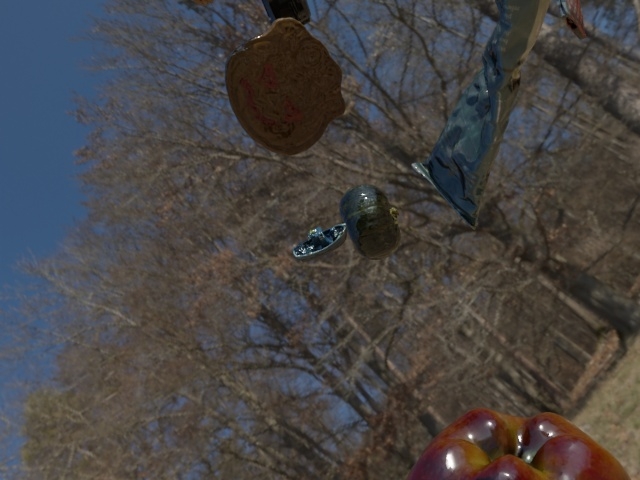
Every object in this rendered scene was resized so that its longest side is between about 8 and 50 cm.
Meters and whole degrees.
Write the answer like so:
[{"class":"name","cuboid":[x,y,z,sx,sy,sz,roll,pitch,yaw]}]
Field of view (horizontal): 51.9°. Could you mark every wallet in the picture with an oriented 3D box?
[{"class":"wallet","cuboid":[0.317,-0.374,0.879,0.020,0.196,0.103,-17,-12,36]}]

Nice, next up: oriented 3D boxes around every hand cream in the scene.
[{"class":"hand cream","cuboid":[0.111,-0.113,0.457,0.052,0.075,0.248,0,-39,-8]}]

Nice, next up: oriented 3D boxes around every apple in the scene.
[{"class":"apple","cuboid":[0.223,0.355,0.735,0.288,0.288,0.316,-18,-75,-35]}]

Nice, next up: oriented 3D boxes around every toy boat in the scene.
[{"class":"toy boat","cuboid":[0.000,0.000,1.506,0.137,0.060,0.061,-22,-52,4]}]

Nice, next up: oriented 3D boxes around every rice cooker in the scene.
[{"class":"rice cooker","cuboid":[-0.089,-0.577,1.565,0.106,0.112,0.165,-18,-57,4]}]

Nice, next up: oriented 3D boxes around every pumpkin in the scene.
[{"class":"pumpkin","cuboid":[0.143,-0.054,1.832,0.157,0.223,0.223,-21,-35,11]}]

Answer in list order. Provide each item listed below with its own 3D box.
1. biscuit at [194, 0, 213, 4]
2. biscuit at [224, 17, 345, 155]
[{"class":"biscuit","cuboid":[-0.273,-0.617,1.421,0.202,0.044,0.288,-11,-26,4]},{"class":"biscuit","cuboid":[-0.075,-0.334,1.462,0.257,0.049,0.273,-37,-65,0]}]
